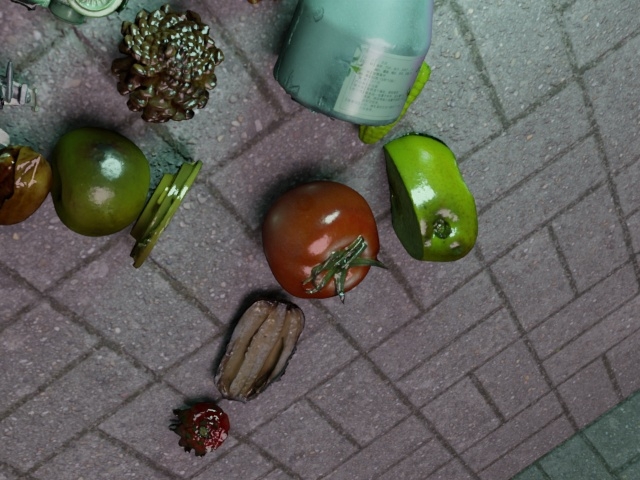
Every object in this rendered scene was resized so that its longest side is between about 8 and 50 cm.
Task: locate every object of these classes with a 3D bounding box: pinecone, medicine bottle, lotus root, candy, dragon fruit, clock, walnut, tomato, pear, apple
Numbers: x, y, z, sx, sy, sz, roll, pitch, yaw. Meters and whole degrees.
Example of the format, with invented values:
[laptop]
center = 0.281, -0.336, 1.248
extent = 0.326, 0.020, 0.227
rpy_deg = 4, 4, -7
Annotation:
[pinecone]
center = -0.255, -0.285, 1.342
extent = 0.179, 0.150, 0.195
rpy_deg = -9, 132, -24
[medicine bottle]
center = 0.075, -0.377, 1.387
extent = 0.245, 0.245, 0.290
rpy_deg = 1, 127, -30
[lotus root]
center = -0.150, 0.255, 1.939
extent = 0.167, 0.078, 0.329
rpy_deg = 22, 118, -15
[candy]
center = 0.137, -0.281, 1.616
extent = 0.096, 0.097, 0.209
rpy_deg = 9, 125, -35
[dragon fruit]
center = -0.291, 0.467, 2.006
extent = 0.142, 0.130, 0.121
rpy_deg = -8, 157, 33
[clock]
center = -0.297, -0.059, 1.491
extent = 0.057, 0.237, 0.237
rpy_deg = 31, 111, -13
[walnut]
center = -0.519, -0.095, 1.367
extent = 0.116, 0.116, 0.207
rpy_deg = 17, 146, -39
[tomato]
center = 0.000, 0.000, 1.686
extent = 0.256, 0.224, 0.256
rpy_deg = -18, 133, -21
[pear]
center = 0.252, -0.074, 1.756
extent = 0.159, 0.292, 0.292
rpy_deg = -16, 135, -4
[apple]
center = -0.382, -0.102, 1.403
extent = 0.157, 0.196, 0.196
rpy_deg = 2, 126, -28

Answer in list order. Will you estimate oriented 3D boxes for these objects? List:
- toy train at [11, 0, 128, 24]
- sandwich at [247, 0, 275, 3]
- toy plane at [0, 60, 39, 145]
[toy train]
center = -0.348, -0.445, 1.153
extent = 0.188, 0.159, 0.272
rpy_deg = 17, 118, -28
[sandwich]
center = -0.084, -0.449, 1.295
extent = 0.184, 0.160, 0.109
rpy_deg = 23, 133, -33
[toy plane]
center = -0.532, -0.265, 1.246
extent = 0.192, 0.088, 0.262
rpy_deg = -4, 129, -25
